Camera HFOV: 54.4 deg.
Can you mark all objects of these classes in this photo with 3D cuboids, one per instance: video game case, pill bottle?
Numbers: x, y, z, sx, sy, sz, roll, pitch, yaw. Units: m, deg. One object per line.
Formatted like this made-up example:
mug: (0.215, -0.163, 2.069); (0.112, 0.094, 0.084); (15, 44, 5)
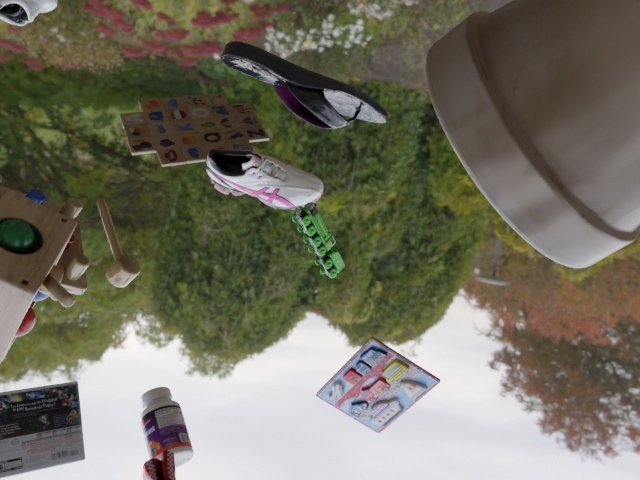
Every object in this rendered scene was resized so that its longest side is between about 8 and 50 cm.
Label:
video game case: (-0.610, 0.402, 1.329); (0.190, 0.173, 0.022); (-1, 165, -36)
pill bottle: (-0.403, 0.481, 1.604); (0.108, 0.108, 0.193); (9, -138, -42)

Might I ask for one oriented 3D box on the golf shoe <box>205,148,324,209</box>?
golf shoe: (-0.087, -0.096, 0.951); (0.186, 0.067, 0.086); (10, 161, 4)

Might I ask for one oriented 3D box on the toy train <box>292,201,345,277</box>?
toy train: (0.000, 0.000, 0.536); (0.017, 0.023, 0.083); (22, 149, 41)

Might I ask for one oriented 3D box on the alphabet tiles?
alphabet tiles: (-0.316, -0.285, 1.566); (0.343, 0.011, 0.285); (-10, -133, -23)

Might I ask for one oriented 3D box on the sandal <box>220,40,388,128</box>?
sandal: (-0.043, -0.359, 1.560); (0.446, 0.107, 0.167); (18, 177, -18)

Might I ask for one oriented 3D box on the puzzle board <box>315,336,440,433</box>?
puzzle board: (0.065, 0.176, 0.737); (0.096, 0.128, 0.011); (33, -144, -7)

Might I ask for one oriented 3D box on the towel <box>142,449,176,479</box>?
towel: (-0.132, 0.346, 0.518); (0.031, 0.274, 0.199); (-1, -153, -18)

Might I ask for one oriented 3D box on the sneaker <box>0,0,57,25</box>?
sneaker: (-0.673, -0.523, 1.385); (0.094, 0.091, 0.258); (-22, -172, 18)

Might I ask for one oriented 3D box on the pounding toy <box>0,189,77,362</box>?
pounding toy: (-0.280, 0.036, 0.578); (0.100, 0.141, 0.130); (29, -147, -18)

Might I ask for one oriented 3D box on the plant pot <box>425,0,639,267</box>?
plant pot: (0.323, -0.175, 0.669); (0.323, 0.323, 0.280); (9, 145, -42)

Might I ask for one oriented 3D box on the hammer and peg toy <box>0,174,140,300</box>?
hammer and peg toy: (-0.596, 0.002, 1.369); (0.361, 0.127, 0.266); (21, -147, -43)
